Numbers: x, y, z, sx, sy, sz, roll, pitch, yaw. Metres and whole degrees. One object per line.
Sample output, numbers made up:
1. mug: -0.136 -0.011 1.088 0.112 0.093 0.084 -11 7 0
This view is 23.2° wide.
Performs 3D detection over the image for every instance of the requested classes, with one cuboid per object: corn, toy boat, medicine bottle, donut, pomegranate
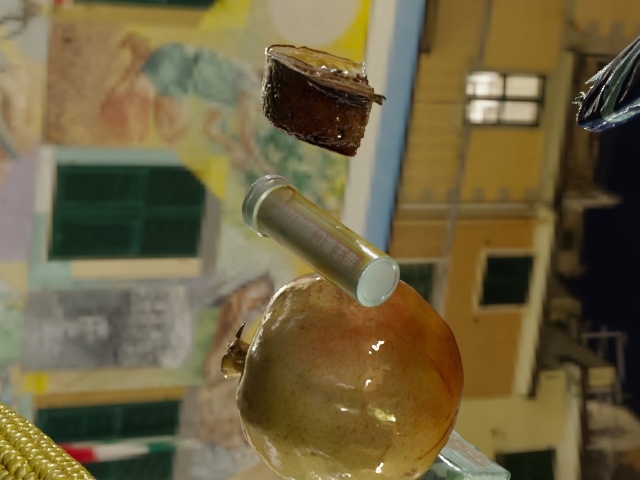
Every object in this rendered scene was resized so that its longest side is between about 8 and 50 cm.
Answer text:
1. corn: -0.180 0.164 1.001 0.206 0.067 0.067 31 -58 30
2. toy boat: 0.338 -0.198 1.666 0.220 0.067 0.291 -43 -170 0
3. medicine bottle: 0.000 0.000 1.762 0.218 0.074 0.074 35 -57 44
4. donut: -0.005 -0.165 1.796 0.217 0.141 0.085 -86 -168 -73
5. pomegranate: 0.024 0.182 2.028 0.319 0.319 0.319 4 -86 64

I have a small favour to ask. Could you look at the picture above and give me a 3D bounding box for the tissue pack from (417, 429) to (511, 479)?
1. tissue pack: 0.117 0.371 2.306 0.311 0.128 0.228 34 -67 47
